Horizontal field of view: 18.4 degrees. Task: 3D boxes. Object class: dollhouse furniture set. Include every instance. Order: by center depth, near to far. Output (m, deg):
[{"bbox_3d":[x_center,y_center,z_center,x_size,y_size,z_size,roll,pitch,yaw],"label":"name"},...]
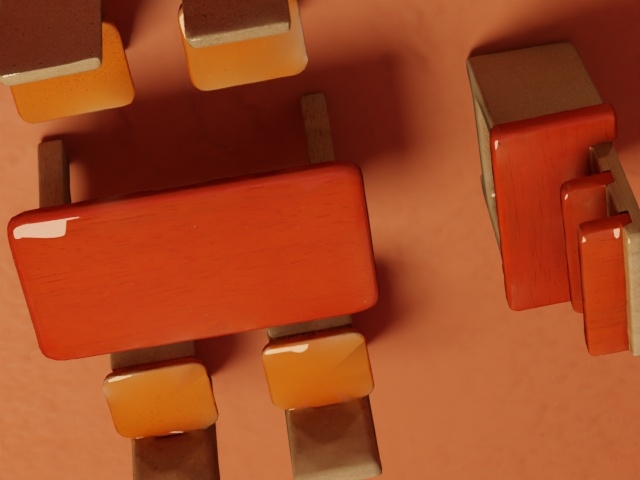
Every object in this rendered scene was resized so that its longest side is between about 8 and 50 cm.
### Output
[{"bbox_3d":[0.000,0.000,0.844,0.259,0.135,0.262,-10,129,1],"label":"dollhouse furniture set"}]
